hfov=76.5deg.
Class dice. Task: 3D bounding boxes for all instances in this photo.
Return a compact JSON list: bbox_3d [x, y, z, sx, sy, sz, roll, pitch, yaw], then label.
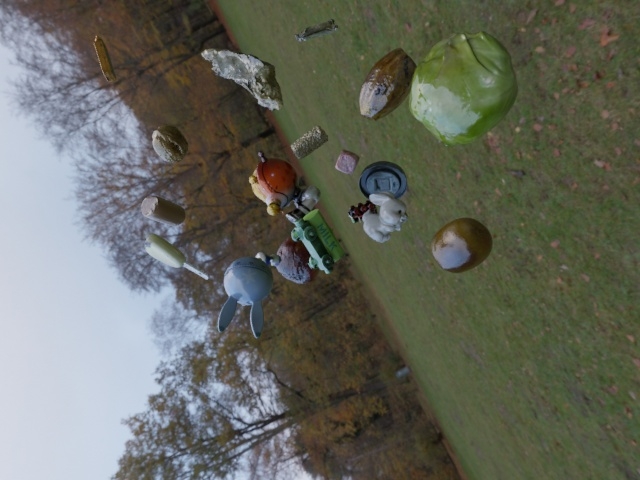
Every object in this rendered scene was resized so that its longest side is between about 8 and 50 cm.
[{"bbox_3d":[0.127,-0.370,1.915,0.094,0.091,0.093,21,-157,-3],"label":"dice"}]

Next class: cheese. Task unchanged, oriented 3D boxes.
[{"bbox_3d":[-0.514,0.070,1.469,0.252,0.054,0.127,32,152,-6],"label":"cheese"}]

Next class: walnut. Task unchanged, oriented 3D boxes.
[{"bbox_3d":[-0.702,-0.452,1.887,0.155,0.155,0.184,63,177,26],"label":"walnut"}]

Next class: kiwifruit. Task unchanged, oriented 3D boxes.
[{"bbox_3d":[0.530,0.024,1.549,0.196,0.196,0.234,63,142,25],"label":"kiwifruit"}]

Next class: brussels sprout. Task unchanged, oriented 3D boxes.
[{"bbox_3d":[0.419,-0.446,1.224,0.328,0.328,0.247,63,-165,22],"label":"brussels sprout"}]

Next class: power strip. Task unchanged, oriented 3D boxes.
[{"bbox_3d":[-0.727,-0.615,1.365,0.049,0.028,0.178,106,143,-76],"label":"power strip"}]

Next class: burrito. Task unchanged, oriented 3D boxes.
[{"bbox_3d":[-0.012,-0.775,1.502,0.051,0.171,0.042,52,156,28],"label":"burrito"}]

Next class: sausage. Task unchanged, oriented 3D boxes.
[{"bbox_3d":[-0.806,-0.152,2.074,0.123,0.123,0.253,63,-174,14],"label":"sausage"}]

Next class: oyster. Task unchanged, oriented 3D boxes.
[{"bbox_3d":[-0.213,-0.495,1.212,0.341,0.110,0.166,40,-169,38],"label":"oyster"}]

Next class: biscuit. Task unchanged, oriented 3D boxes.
[{"bbox_3d":[-0.049,-0.430,1.784,0.082,0.169,0.070,53,-171,-30],"label":"biscuit"}]

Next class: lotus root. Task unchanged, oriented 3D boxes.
[{"bbox_3d":[0.274,-0.612,1.641,0.193,0.291,0.193,37,-162,-14],"label":"lotus root"}]

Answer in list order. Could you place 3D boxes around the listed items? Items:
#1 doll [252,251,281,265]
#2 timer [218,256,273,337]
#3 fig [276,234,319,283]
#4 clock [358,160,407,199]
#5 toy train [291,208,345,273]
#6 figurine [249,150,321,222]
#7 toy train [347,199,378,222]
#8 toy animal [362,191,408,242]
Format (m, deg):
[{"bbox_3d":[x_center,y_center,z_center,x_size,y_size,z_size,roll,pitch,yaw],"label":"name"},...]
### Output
[{"bbox_3d":[-0.201,0.074,1.559,0.143,0.099,0.057,3,-86,-52],"label":"doll"},{"bbox_3d":[-0.237,0.177,1.299,0.175,0.175,0.255,62,-147,-71],"label":"timer"},{"bbox_3d":[-0.111,0.088,2.028,0.224,0.224,0.263,-117,22,-85],"label":"fig"},{"bbox_3d":[0.294,-0.272,1.906,0.049,0.226,0.226,-79,-29,-43],"label":"clock"},{"bbox_3d":[0.000,0.000,1.577,0.105,0.157,0.253,-4,124,52],"label":"toy train"},{"bbox_3d":[-0.163,-0.237,1.774,0.323,0.196,0.320,32,-143,-9],"label":"figurine"},{"bbox_3d":[0.190,-0.124,1.816,0.050,0.138,0.087,-129,21,-63],"label":"toy train"},{"bbox_3d":[0.263,-0.102,1.702,0.178,0.193,0.127,40,-151,27],"label":"toy animal"}]
